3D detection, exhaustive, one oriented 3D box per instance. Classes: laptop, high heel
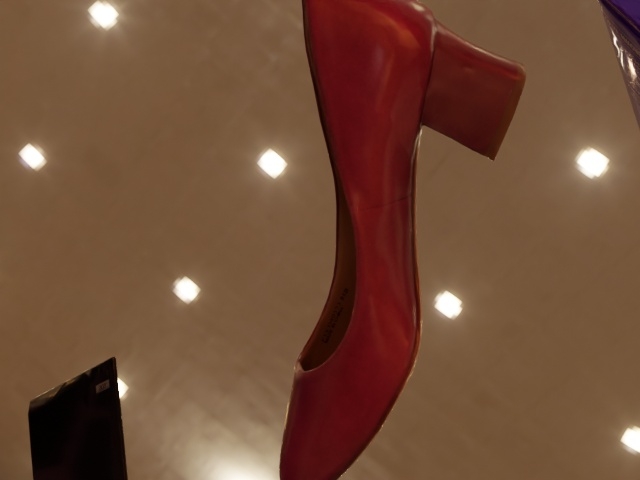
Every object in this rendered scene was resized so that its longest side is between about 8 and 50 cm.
[{"bbox_3d":[-0.187,0.272,1.759,0.264,0.136,0.234,37,-31,-16],"label":"laptop"},{"bbox_3d":[0.000,0.000,1.259,0.181,0.377,0.127,22,-1,-15],"label":"high heel"}]

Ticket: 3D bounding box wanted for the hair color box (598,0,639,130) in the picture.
[{"bbox_3d":[0.329,-0.117,1.246,0.110,0.185,0.339,52,-2,34],"label":"hair color box"}]
